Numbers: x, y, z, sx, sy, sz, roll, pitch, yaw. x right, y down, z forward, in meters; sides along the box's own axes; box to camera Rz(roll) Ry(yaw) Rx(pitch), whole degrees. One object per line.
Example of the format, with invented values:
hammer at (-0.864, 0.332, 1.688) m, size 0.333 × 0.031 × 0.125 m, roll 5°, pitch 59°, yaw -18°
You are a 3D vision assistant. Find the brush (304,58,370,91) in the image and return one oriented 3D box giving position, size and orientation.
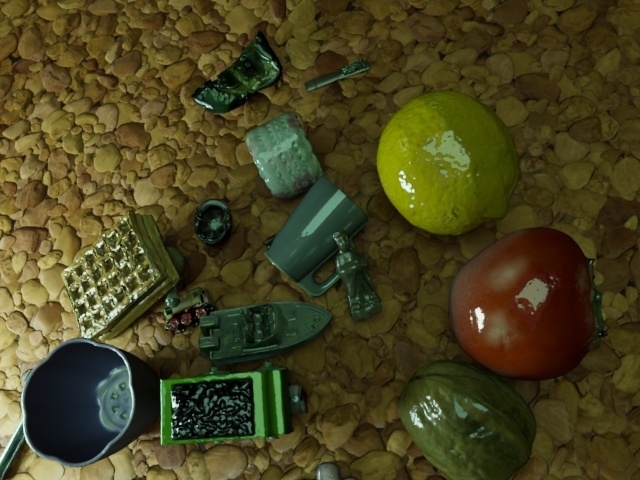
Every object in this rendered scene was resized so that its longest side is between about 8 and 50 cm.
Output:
brush at (0.046, -0.465, 1.511) m, size 0.190 × 0.027 × 0.034 m, roll -19°, pitch 70°, yaw 4°

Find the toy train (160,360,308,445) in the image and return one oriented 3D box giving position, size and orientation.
toy train at (-0.189, 0.359, 1.193) m, size 0.307 × 0.249 × 0.174 m, roll -6°, pitch 75°, yaw 6°

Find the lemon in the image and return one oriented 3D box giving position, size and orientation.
lemon at (0.288, -0.176, 1.249) m, size 0.335 × 0.336 × 0.336 m, roll -2°, pitch 74°, yaw 8°

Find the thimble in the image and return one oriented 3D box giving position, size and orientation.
thimble at (-0.086, -0.209, 1.383) m, size 0.149 × 0.185 × 0.211 m, roll -26°, pitch 106°, yaw 3°

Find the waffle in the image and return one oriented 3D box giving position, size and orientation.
waffle at (-0.502, 0.090, 1.344) m, size 0.308 × 0.091 × 0.213 m, roll -37°, pitch 71°, yaw 22°

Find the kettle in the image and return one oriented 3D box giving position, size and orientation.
kettle at (0.000, 0.000, 1.338) m, size 0.210 × 0.160 × 0.243 m, roll 41°, pitch 90°, yaw -12°

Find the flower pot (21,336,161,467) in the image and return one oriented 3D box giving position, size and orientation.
flower pot at (-0.488, 0.365, 1.240) m, size 0.265 × 0.243 × 0.265 m, roll -3°, pitch 74°, yaw 11°

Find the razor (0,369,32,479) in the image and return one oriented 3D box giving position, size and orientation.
razor at (-0.743, 0.468, 1.352) m, size 0.111 × 0.056 × 0.278 m, roll 29°, pitch 85°, yaw -21°

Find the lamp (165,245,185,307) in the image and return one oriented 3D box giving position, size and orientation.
lamp at (-0.383, 0.096, 1.373) m, size 0.091 × 0.091 × 0.163 m, roll -20°, pitch 64°, yaw 3°

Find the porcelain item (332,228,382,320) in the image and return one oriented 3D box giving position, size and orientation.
porcelain item at (0.081, 0.075, 1.278) m, size 0.081 × 0.069 × 0.216 m, roll -18°, pitch 99°, yaw -3°

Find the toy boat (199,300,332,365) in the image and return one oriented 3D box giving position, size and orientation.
toy boat at (-0.128, 0.209, 1.296) m, size 0.319 × 0.092 × 0.141 m, roll -9°, pitch 45°, yaw -3°

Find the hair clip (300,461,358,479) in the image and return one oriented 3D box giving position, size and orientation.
hair clip at (-0.020, 0.614, 1.188) m, size 0.146 × 0.075 × 0.257 m, roll 38°, pitch 78°, yaw 21°

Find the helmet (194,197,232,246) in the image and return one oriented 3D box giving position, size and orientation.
helmet at (-0.277, -0.040, 1.414) m, size 0.098 × 0.070 × 0.123 m, roll -1°, pitch 67°, yaw 2°

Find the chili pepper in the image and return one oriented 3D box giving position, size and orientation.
chili pepper at (-0.230, -0.443, 1.514) m, size 0.264 × 0.116 × 0.148 m, roll -37°, pitch 83°, yaw -2°

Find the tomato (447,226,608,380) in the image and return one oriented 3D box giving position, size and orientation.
tomato at (0.420, 0.135, 1.135) m, size 0.321 × 0.321 × 0.322 m, roll -2°, pitch 74°, yaw 8°

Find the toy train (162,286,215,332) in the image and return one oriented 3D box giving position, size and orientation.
toy train at (-0.337, 0.179, 1.372) m, size 0.137 × 0.050 × 0.087 m, roll -24°, pitch 67°, yaw 3°

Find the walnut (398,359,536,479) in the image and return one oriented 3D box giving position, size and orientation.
walnut at (0.300, 0.372, 1.119) m, size 0.283 × 0.283 × 0.227 m, roll 34°, pitch 56°, yaw 16°
